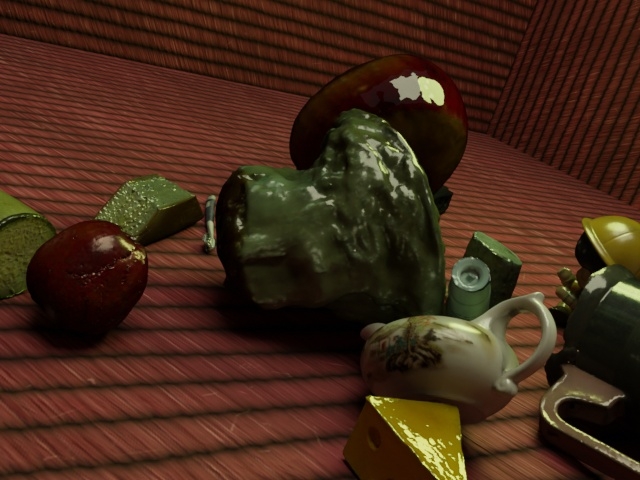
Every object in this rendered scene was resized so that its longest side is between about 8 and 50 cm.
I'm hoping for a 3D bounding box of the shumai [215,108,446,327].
[{"bbox_3d":[0.000,0.000,1.071,0.323,0.397,0.324,-13,-16,-14],"label":"shumai"}]

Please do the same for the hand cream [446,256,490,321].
[{"bbox_3d":[0.217,0.121,1.014,0.085,0.058,0.331,22,-23,21],"label":"hand cream"}]

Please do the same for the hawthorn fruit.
[{"bbox_3d":[-0.290,0.039,0.883,0.148,0.172,0.148,44,-2,2],"label":"hawthorn fruit"}]

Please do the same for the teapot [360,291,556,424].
[{"bbox_3d":[0.165,0.157,0.889,0.298,0.139,0.204,-13,-39,37],"label":"teapot"}]

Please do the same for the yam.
[{"bbox_3d":[0.283,0.087,1.193,0.107,0.194,0.107,13,21,-5],"label":"yam"}]

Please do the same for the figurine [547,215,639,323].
[{"bbox_3d":[0.574,0.073,1.379,0.167,0.257,0.192,15,26,-1],"label":"figurine"}]

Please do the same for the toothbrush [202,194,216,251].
[{"bbox_3d":[-0.221,-0.042,1.354,0.024,0.026,0.288,-26,23,3],"label":"toothbrush"}]

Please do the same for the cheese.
[{"bbox_3d":[0.114,0.261,0.739,0.126,0.093,0.171,13,21,-21],"label":"cheese"}]

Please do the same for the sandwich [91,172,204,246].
[{"bbox_3d":[-0.301,-0.056,1.236,0.094,0.096,0.258,29,25,14],"label":"sandwich"}]

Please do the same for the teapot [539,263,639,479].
[{"bbox_3d":[0.517,0.214,0.992,0.376,0.305,0.362,-34,38,-28],"label":"teapot"}]

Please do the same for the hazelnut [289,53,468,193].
[{"bbox_3d":[0.149,-0.243,1.655,0.402,0.429,0.402,51,3,-4],"label":"hazelnut"}]

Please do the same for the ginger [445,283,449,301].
[{"bbox_3d":[0.333,0.086,1.429,0.089,0.075,0.288,33,21,25],"label":"ginger"}]

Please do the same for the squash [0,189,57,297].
[{"bbox_3d":[-0.494,-0.028,0.937,0.247,0.132,0.132,27,22,22],"label":"squash"}]

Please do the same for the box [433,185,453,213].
[{"bbox_3d":[0.211,-0.151,1.928,0.289,0.073,0.290,27,22,24],"label":"box"}]
